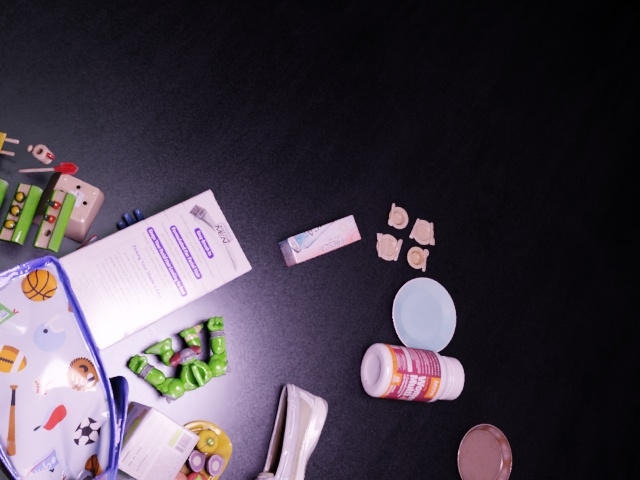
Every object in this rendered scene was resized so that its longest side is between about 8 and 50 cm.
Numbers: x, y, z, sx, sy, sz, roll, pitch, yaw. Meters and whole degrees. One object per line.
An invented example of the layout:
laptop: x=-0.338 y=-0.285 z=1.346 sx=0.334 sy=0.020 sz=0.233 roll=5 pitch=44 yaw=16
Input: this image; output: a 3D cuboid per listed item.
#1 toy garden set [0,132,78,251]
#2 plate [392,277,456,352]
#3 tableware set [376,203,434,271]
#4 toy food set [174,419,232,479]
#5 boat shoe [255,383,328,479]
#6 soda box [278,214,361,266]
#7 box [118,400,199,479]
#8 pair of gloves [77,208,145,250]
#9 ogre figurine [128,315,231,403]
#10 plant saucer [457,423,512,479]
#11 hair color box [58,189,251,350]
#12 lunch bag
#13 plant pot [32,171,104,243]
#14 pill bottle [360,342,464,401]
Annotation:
toy garden set: x=-0.562 y=-0.104 z=1.175 sx=0.244 sy=0.049 sz=0.204 roll=11 pitch=73 yaw=7
plate: x=0.252 y=0.186 z=1.609 sx=0.188 sy=0.024 sz=0.188 roll=5 pitch=77 yaw=-25
tableware set: x=0.216 y=-0.004 z=1.630 sx=0.168 sy=0.020 sz=0.141 roll=22 pitch=71 yaw=-21
toy food set: x=-0.256 y=0.457 z=1.271 sx=0.128 sy=0.071 sz=0.218 roll=42 pitch=65 yaw=-14
boat shoe: x=-0.086 y=0.456 z=1.338 sx=0.103 sy=0.118 sz=0.321 roll=30 pitch=64 yaw=-12
soda box: x=0.000 y=0.000 z=1.499 sx=0.183 sy=0.058 sz=0.063 roll=-21 pitch=90 yaw=-29
box: x=-0.315 y=0.370 z=1.184 sx=0.103 sy=0.203 sz=0.114 roll=38 pitch=67 yaw=-15
pair of gloves: x=-0.387 y=0.037 z=1.317 sx=0.198 sy=0.023 sz=0.159 roll=-38 pitch=98 yaw=-28
ogre figurine: x=-0.266 y=0.242 z=1.297 sx=0.197 sy=0.097 sz=0.118 roll=-21 pitch=78 yaw=-40
plant saucer: x=0.399 y=0.539 z=1.610 sx=0.168 sy=0.029 sz=0.169 roll=6 pitch=78 yaw=-27
hair color box: x=-0.327 y=0.056 z=1.273 sx=0.338 sy=0.110 sz=0.185 roll=-29 pitch=93 yaw=-28
lunch bag: x=-0.461 y=0.249 z=1.068 sx=0.238 sy=0.327 sz=0.386 roll=-23 pitch=89 yaw=-30
plant pot: x=-0.479 y=-0.072 z=1.250 sx=0.109 sy=0.096 sz=0.109 roll=26 pitch=69 yaw=-19
pill bottle: x=0.214 y=0.309 z=1.510 sx=0.221 sy=0.121 sz=0.121 roll=12 pitch=75 yaw=-24
